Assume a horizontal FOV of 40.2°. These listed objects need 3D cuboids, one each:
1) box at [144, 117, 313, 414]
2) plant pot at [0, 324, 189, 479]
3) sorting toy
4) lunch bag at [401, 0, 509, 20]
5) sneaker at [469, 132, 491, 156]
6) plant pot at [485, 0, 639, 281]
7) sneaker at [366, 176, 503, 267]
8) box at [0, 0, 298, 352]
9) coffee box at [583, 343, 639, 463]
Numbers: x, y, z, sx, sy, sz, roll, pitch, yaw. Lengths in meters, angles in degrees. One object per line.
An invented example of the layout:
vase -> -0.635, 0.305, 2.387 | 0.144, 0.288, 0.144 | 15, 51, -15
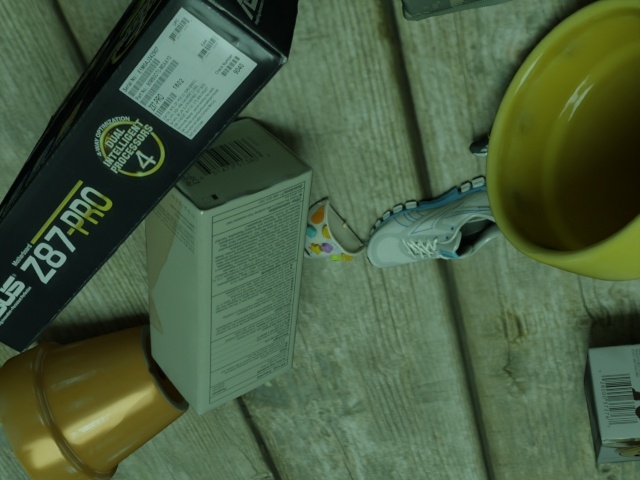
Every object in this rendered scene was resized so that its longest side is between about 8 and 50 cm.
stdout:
box -> -0.109, 0.036, 0.993 | 0.148, 0.121, 0.311 | -23, 138, -32
plant pot -> -0.285, 0.207, 1.156 | 0.188, 0.205, 0.205 | -27, 123, 6
sorting toy -> 0.000, 0.000, 1.048 | 0.075, 0.045, 0.083 | -14, 129, 41
lunch bag -> 0.174, -0.297, 0.642 | 0.287, 0.168, 0.235 | -10, 173, 13
sneaker -> 0.197, -0.118, 0.934 | 0.083, 0.031, 0.035 | -21, 118, 11
plant pot -> 0.330, -0.073, 0.833 | 0.239, 0.254, 0.254 | 15, 131, -28
sneaker -> 0.134, -0.006, 0.997 | 0.191, 0.083, 0.071 | -26, 124, 26
box -> -0.161, -0.127, 0.773 | 0.097, 0.318, 0.395 | 34, 126, -19
coffee box -> 0.483, 0.193, 1.064 | 0.297, 0.118, 0.168 | -7, 156, 12
